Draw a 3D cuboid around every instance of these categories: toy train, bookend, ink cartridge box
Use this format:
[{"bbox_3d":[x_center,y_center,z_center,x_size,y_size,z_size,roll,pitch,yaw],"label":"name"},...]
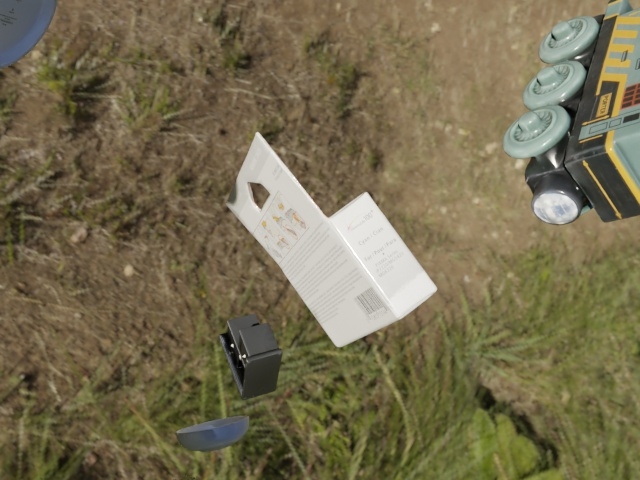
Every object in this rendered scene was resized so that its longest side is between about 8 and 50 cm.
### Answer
[{"bbox_3d":[0.331,-0.154,0.974,0.142,0.190,0.334,50,47,-27],"label":"toy train"},{"bbox_3d":[-0.139,0.202,1.710,0.072,0.156,0.157,-13,147,-19],"label":"bookend"},{"bbox_3d":[0.000,0.000,1.100,0.066,0.296,0.261,-36,87,-18],"label":"ink cartridge box"}]

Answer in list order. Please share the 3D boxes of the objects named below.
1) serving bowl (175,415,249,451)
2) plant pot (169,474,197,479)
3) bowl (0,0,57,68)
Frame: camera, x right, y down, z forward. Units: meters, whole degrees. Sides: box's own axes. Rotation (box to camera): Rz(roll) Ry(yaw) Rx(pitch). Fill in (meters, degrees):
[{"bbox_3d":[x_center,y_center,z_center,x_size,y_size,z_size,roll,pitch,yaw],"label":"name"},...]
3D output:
[{"bbox_3d":[-0.118,0.217,0.975,0.083,0.083,0.027,-7,84,-45],"label":"serving bowl"},{"bbox_3d":[-0.139,0.321,0.638,0.276,0.276,0.254,-7,74,-45],"label":"plant pot"},{"bbox_3d":[-0.414,-0.299,1.051,0.298,0.134,0.298,-52,172,-10],"label":"bowl"}]
